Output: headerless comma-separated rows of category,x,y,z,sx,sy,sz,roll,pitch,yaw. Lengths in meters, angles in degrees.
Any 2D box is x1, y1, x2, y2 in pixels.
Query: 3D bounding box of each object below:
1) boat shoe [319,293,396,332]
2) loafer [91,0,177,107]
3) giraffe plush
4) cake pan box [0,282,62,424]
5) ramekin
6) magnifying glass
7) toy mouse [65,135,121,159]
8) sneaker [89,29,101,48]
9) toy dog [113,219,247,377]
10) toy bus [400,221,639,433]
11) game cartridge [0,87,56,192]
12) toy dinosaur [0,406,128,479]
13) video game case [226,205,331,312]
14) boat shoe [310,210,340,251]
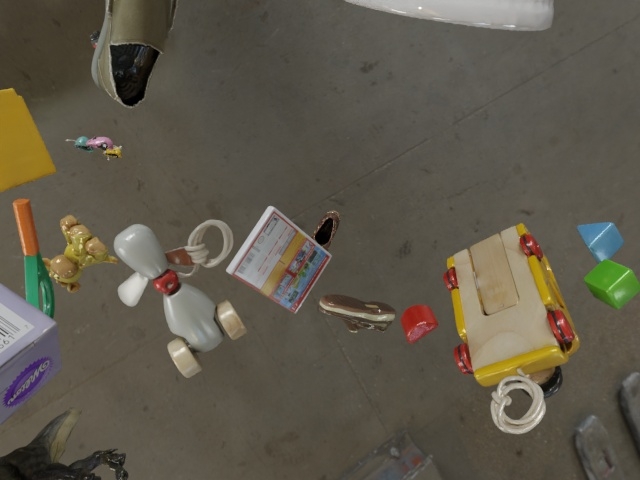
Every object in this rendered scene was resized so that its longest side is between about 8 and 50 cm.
boat shoe,0.103,0.224,1.355,0.258,0.095,0.095,14,105,-28
loafer,-0.222,-0.276,0.595,0.094,0.087,0.251,-8,141,-39
giraffe plush,-0.748,0.053,1.430,0.181,0.210,0.170,36,68,18
cake pan box,-0.313,0.068,0.220,0.246,0.070,0.267,32,44,4
ramekin,0.169,-0.361,0.594,0.277,0.277,0.135,-6,125,-20
magnifying glass,-0.486,0.044,0.801,0.026,0.092,0.230,-2,111,-15
toy mouse,-0.585,-0.251,1.228,0.143,0.161,0.031,14,81,-46
sneaker,-0.542,-0.570,1.348,0.098,0.276,0.135,-12,130,18
toy dog,-0.282,0.102,0.946,0.220,0.161,0.333,-15,113,-24
toy bus,0.194,0.083,0.459,0.104,0.191,0.202,44,78,-27
game cartridge,-0.983,-0.287,1.400,0.053,0.323,0.285,-8,111,22
toy dinosaur,-0.258,0.222,0.452,0.118,0.268,0.064,6,97,1
video game case,-0.102,0.061,1.295,0.285,0.025,0.204,41,79,-44
boat shoe,0.000,0.000,1.519,0.073,0.073,0.206,23,111,2
